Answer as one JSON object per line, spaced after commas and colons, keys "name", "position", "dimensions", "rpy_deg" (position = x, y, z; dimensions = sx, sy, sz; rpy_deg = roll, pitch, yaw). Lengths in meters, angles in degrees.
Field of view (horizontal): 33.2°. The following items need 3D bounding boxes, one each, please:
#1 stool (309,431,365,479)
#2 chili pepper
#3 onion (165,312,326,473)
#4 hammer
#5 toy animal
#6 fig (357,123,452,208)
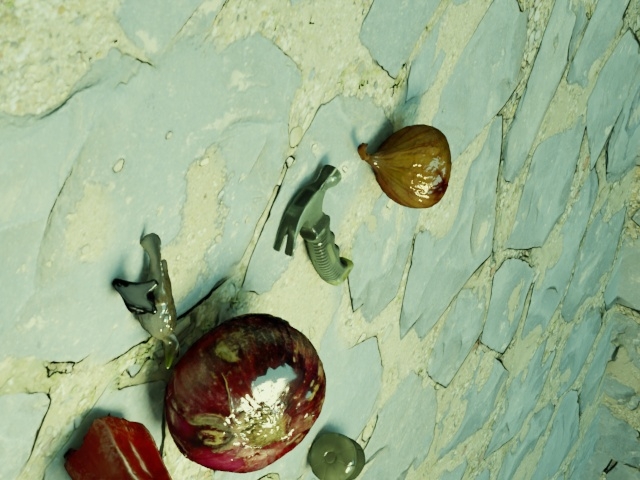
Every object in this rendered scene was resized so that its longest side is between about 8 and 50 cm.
{"name": "stool", "position": [0.036, 0.418, 2.053], "dimensions": [0.096, 0.096, 0.110], "rpy_deg": [-65, 156, -4]}
{"name": "chili pepper", "position": [-0.231, 0.347, 1.406], "dimensions": [0.136, 0.252, 0.144], "rpy_deg": [-15, 132, -33]}
{"name": "onion", "position": [-0.112, 0.219, 1.566], "dimensions": [0.246, 0.190, 0.246], "rpy_deg": [-23, 136, -24]}
{"name": "hammer", "position": [0.000, 0.000, 1.750], "dimensions": [0.159, 0.041, 0.226], "rpy_deg": [-54, 149, -22]}
{"name": "toy animal", "position": [-0.215, 0.093, 1.433], "dimensions": [0.202, 0.070, 0.105], "rpy_deg": [75, 27, -42]}
{"name": "fig", "position": [0.125, -0.124, 1.819], "dimensions": [0.201, 0.133, 0.146], "rpy_deg": [-3, 84, -36]}
